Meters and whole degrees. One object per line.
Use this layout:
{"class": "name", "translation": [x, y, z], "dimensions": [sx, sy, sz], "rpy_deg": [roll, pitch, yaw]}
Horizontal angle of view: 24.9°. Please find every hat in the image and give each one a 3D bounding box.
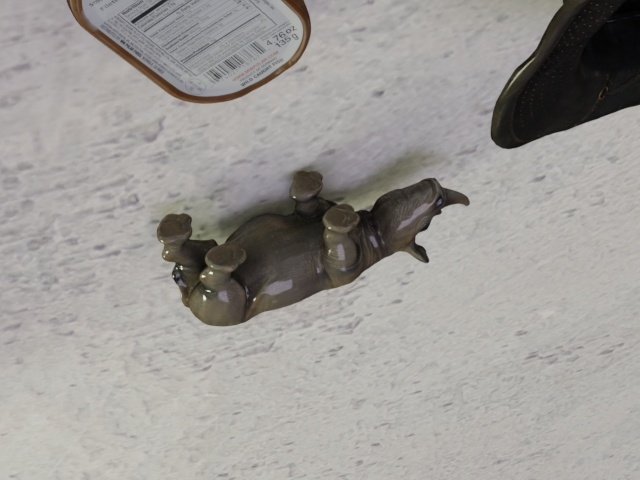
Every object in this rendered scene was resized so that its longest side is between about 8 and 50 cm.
{"class": "hat", "translation": [0.212, -0.189, 0.856], "dimensions": [0.331, 0.134, 0.331], "rpy_deg": [-27, 169, -6]}

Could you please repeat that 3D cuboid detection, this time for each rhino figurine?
{"class": "rhino figurine", "translation": [0.000, 0.000, 1.101], "dimensions": [0.243, 0.073, 0.106], "rpy_deg": [-17, 147, -12]}

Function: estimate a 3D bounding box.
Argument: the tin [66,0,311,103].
{"class": "tin", "translation": [-0.075, -0.141, 0.849], "dimensions": [0.106, 0.040, 0.189], "rpy_deg": [-34, 149, 13]}
